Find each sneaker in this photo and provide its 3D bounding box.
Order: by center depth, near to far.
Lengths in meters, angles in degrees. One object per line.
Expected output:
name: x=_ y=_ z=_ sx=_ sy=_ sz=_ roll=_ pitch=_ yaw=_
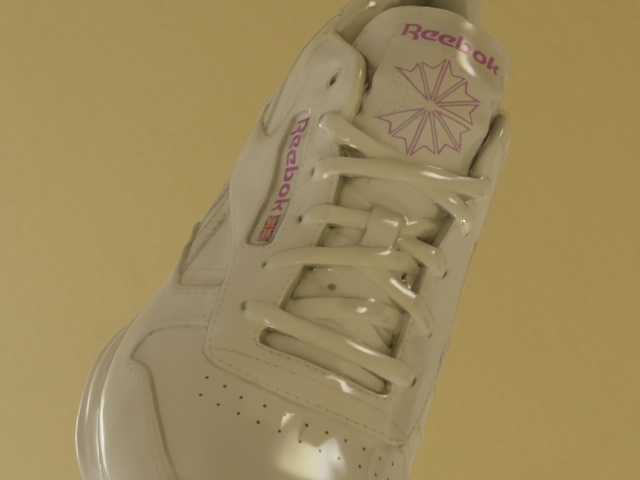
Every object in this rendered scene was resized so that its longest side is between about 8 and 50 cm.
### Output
sneaker: x=0.000 y=0.000 z=0.483 sx=0.305 sy=0.114 sz=0.152 roll=-76 pitch=-168 yaw=-49
